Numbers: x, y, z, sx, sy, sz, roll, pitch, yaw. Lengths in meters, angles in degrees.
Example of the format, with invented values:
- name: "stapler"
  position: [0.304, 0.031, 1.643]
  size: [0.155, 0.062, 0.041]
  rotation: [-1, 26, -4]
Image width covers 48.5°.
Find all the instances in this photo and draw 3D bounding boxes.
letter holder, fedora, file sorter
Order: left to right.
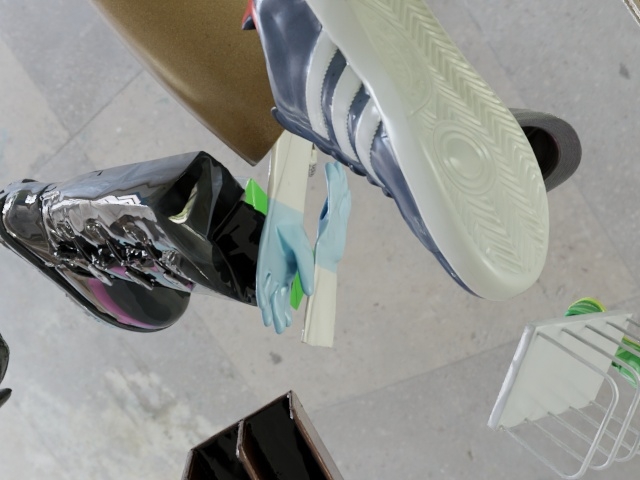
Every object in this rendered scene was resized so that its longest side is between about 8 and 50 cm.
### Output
- name: "letter holder"
  position: [-0.018, 0.351, 0.793]
  size: [0.152, 0.214, 0.301]
  rotation: [-30, 91, -5]
- name: "fedora"
  position: [0.374, -0.186, 1.449]
  size: [0.275, 0.124, 0.244]
  rotation: [-29, 132, 22]
- name: "file sorter"
  position: [0.446, 0.241, 1.133]
  size: [0.173, 0.278, 0.192]
  rotation: [36, 119, 47]

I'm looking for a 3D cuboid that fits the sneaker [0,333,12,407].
- name: "sneaker"
  position: [-0.339, 0.097, 0.609]
  size: [0.109, 0.130, 0.286]
  rotation: [42, 145, 13]

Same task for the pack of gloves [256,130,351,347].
- name: "pack of gloves"
  position: [0.000, 0.000, 0.804]
  size: [0.046, 0.195, 0.232]
  rotation: [1, 78, 27]

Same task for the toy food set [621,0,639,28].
- name: "toy food set"
  position: [0.738, -0.511, 1.420]
  size: [0.220, 0.092, 0.306]
  rotation: [-18, 64, 0]

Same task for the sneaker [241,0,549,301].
- name: "sneaker"
  position: [0.045, -0.094, 0.575]
  size: [0.148, 0.131, 0.350]
  rotation: [-43, 67, 46]

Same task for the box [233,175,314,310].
- name: "box"
  position: [-0.170, 0.000, 1.262]
  size: [0.231, 0.126, 0.262]
  rotation: [6, 152, 31]

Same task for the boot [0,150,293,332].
- name: "boot"
  position: [-0.201, 0.031, 0.964]
  size: [0.445, 0.146, 0.367]
  rotation: [-3, 151, 41]

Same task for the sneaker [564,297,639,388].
- name: "sneaker"
  position: [0.752, 0.284, 1.869]
  size: [0.295, 0.124, 0.109]
  rotation: [54, 150, 35]

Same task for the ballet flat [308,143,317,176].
- name: "ballet flat"
  position: [-0.026, -0.190, 1.474]
  size: [0.041, 0.041, 0.114]
  rotation: [-15, 82, 33]

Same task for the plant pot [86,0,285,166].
- name: "plant pot"
  position: [-0.120, -0.247, 0.783]
  size: [0.254, 0.237, 0.237]
  rotation: [31, 127, -12]
